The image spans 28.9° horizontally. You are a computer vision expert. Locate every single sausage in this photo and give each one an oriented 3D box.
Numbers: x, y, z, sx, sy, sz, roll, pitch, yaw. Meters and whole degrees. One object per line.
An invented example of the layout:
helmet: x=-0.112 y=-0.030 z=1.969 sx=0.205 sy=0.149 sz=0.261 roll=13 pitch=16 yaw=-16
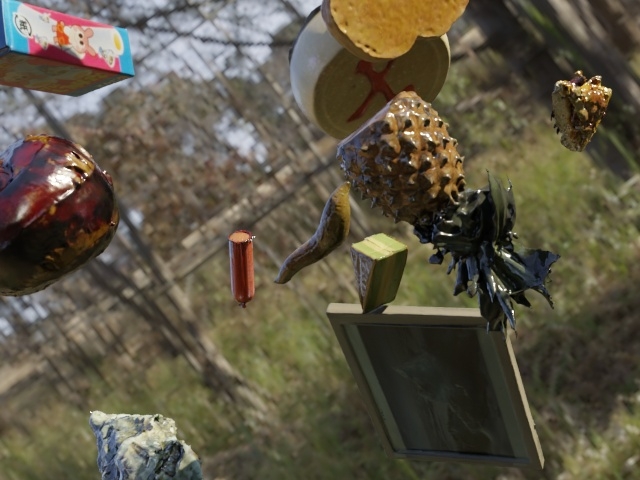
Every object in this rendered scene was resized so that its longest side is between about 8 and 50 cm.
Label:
sausage: x=-0.135 y=0.055 z=2.179 sx=0.050 sy=0.145 sz=0.048 roll=1 pitch=26 yaw=4

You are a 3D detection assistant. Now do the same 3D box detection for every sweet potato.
sweet potato: x=0.001 y=0.002 z=2.218 sx=0.249 sy=0.069 sz=0.059 roll=-53 pitch=22 yaw=32

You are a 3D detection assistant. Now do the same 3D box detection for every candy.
candy: x=-0.482 y=-0.328 z=2.152 sx=0.157 sy=0.100 sz=0.306 roll=-15 pitch=-11 yaw=33

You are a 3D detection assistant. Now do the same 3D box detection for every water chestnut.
water chestnut: x=-0.472 y=-0.055 z=1.953 sx=0.300 sy=0.300 sz=0.300 roll=-38 pitch=-1 yaw=-1

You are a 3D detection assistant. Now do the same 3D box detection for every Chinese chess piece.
Chinese chess piece: x=0.100 y=-0.360 z=2.554 sx=0.338 sy=0.140 sz=0.338 roll=-16 pitch=-40 yaw=-14

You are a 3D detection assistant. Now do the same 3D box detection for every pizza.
pizza: x=0.498 y=-0.259 z=2.369 sx=0.154 sy=0.069 sz=0.194 roll=-60 pitch=-32 yaw=2

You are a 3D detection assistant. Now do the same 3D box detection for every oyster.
oyster: x=-0.274 y=0.336 z=1.857 sx=0.162 sy=0.158 sz=0.351 roll=-30 pitch=25 yaw=-14

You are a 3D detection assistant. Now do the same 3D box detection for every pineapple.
pineapple: x=0.186 y=-0.031 z=1.644 sx=0.165 sy=0.364 sz=0.165 roll=-44 pitch=4 yaw=4

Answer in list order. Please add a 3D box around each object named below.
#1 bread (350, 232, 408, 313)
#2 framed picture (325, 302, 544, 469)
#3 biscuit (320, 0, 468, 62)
bread: x=0.109 y=0.069 z=2.134 sx=0.074 sy=0.139 sz=0.084 roll=-21 pitch=27 yaw=-24
framed picture: x=0.221 y=0.277 z=2.309 sx=0.326 sy=0.446 sz=0.028 roll=0 pitch=45 yaw=25
biscuit: x=0.129 y=-0.452 z=1.957 sx=0.376 sy=0.269 sz=0.051 roll=-58 pitch=25 yaw=-16
